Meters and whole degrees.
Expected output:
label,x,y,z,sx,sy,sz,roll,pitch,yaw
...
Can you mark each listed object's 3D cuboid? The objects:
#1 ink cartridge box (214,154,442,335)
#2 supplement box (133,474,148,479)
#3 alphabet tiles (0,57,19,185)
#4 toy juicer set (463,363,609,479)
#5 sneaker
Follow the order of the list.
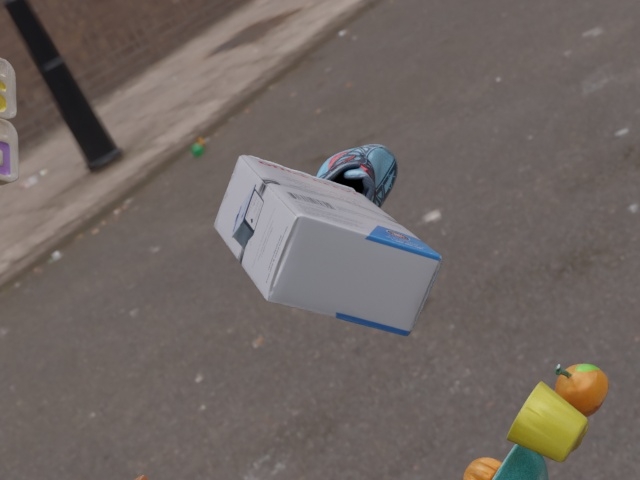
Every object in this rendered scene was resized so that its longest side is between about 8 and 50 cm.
label,x,y,z,sx,sy,sz,roll,pitch,yaw
ink cartridge box,0.000,0.000,0.931,0.082,0.140,0.191,-69,24,10
supplement box,-0.283,0.367,1.203,0.233,0.078,0.080,-34,1,10
alphabet tiles,-0.399,-0.145,1.002,0.021,0.277,0.284,-11,-14,28
toy juicer set,0.217,0.264,1.180,0.090,0.329,0.209,30,32,19
sneaker,0.040,-0.054,1.347,0.125,0.104,0.262,-22,14,46
